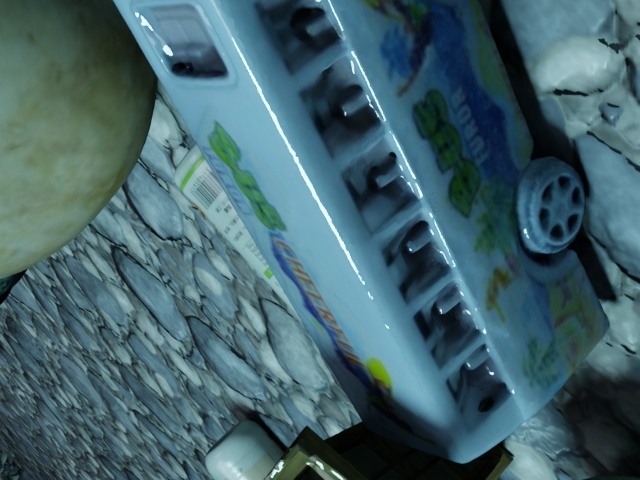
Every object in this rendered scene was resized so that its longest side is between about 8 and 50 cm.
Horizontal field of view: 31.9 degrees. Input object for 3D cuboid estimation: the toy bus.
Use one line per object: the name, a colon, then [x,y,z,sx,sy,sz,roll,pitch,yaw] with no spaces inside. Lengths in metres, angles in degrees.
toy bus: [0.022,-0.052,0.514,0.109,0.136,0.329,12,138,50]

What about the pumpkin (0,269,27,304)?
pumpkin: [-0.412,-0.053,1.068,0.315,0.315,0.238,58,176,-21]

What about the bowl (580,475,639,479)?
bowl: [0.195,0.215,0.629,0.211,0.112,0.211,27,137,29]

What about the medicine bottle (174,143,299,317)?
medicine bottle: [0.000,0.000,0.689,0.183,0.086,0.086,48,156,3]

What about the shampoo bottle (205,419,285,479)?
shampoo bottle: [-0.038,0.279,1.181,0.192,0.074,0.074,49,156,0]

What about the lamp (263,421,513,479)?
lamp: [0.038,0.153,0.659,0.089,0.090,0.325,40,-173,14]

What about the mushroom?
mushroom: [-0.270,-0.124,0.751,0.297,0.297,0.290,75,168,-45]
